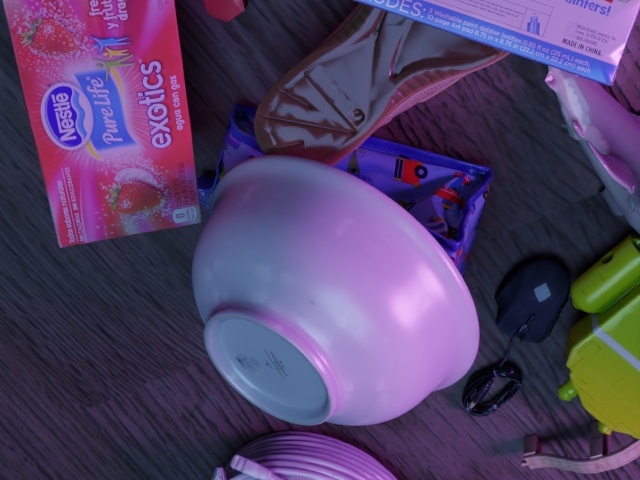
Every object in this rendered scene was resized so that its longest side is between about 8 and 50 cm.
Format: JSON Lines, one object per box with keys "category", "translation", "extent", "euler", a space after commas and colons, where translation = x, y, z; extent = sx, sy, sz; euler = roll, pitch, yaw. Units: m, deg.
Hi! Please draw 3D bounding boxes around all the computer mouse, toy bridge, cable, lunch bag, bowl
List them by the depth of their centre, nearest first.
{"category": "bowl", "translation": [-0.014, 0.075, 1.203], "extent": [0.298, 0.134, 0.298], "euler": [25, 143, 21]}
{"category": "lunch bag", "translation": [0.000, 0.000, 1.330], "extent": [0.293, 0.138, 0.221], "euler": [20, 131, 10]}
{"category": "computer mouse", "translation": [0.207, 0.114, 1.408], "extent": [0.071, 0.041, 0.242], "euler": [17, 128, 0]}
{"category": "toy bridge", "translation": [0.313, 0.231, 1.455], "extent": [0.188, 0.063, 0.026], "euler": [-19, 120, 24]}
{"category": "cable", "translation": [-0.014, 0.352, 1.607], "extent": [0.257, 0.089, 0.257], "euler": [14, 129, 2]}

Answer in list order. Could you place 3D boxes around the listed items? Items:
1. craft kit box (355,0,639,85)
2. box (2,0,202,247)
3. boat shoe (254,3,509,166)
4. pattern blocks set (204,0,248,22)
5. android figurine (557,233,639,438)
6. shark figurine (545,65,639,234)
{"category": "craft kit box", "translation": [0.158, -0.281, 1.052], "extent": [0.250, 0.061, 0.246], "euler": [19, 102, -1]}
{"category": "box", "translation": [-0.202, -0.160, 1.190], "extent": [0.142, 0.154, 0.300], "euler": [-10, 134, -8]}
{"category": "boat shoe", "translation": [0.086, -0.190, 1.170], "extent": [0.341, 0.110, 0.121], "euler": [-33, 98, 19]}
{"category": "pattern blocks set", "translation": [-0.090, -0.369, 1.129], "extent": [0.285, 0.026, 0.325], "euler": [-26, 116, 28]}
{"category": "android figurine", "translation": [0.368, 0.106, 1.343], "extent": [0.248, 0.056, 0.273], "euler": [37, 119, -12]}
{"category": "shark figurine", "translation": [0.282, -0.119, 1.203], "extent": [0.116, 0.166, 0.278], "euler": [-32, 97, 3]}
